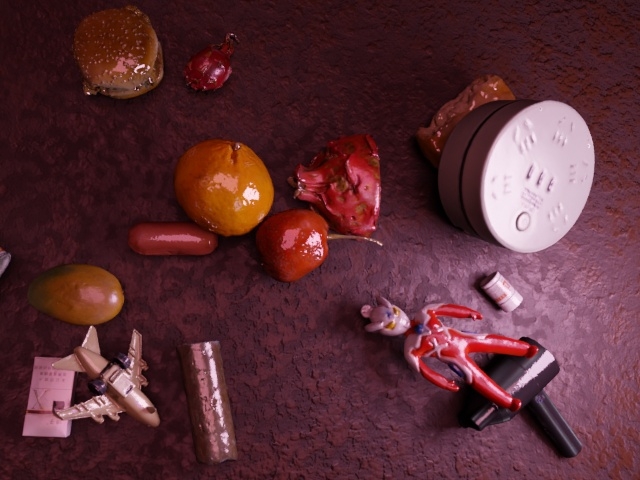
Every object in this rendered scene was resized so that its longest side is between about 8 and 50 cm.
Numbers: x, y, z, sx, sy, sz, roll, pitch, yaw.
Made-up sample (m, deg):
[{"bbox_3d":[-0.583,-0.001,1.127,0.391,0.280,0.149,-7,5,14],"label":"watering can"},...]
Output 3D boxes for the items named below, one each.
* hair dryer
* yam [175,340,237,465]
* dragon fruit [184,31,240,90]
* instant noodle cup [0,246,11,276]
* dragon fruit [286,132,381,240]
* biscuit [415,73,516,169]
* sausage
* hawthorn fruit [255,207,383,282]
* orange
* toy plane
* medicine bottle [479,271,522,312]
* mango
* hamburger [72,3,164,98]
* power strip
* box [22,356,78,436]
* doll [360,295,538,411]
[{"bbox_3d":[0.474,0.412,1.268,0.244,0.116,0.302,-39,95,-12],"label":"hair dryer"},{"bbox_3d":[-0.235,0.339,1.155,0.093,0.093,0.260,-10,82,-12],"label":"yam"},{"bbox_3d":[-0.241,-0.423,1.297,0.094,0.094,0.191,36,64,-2],"label":"dragon fruit"},{"bbox_3d":[-0.744,0.019,1.089,0.212,0.193,0.193,34,76,-10],"label":"instant noodle cup"},{"bbox_3d":[0.032,-0.133,1.267,0.211,0.134,0.262,-5,81,-8],"label":"dragon fruit"},{"bbox_3d":[0.375,-0.261,1.367,0.274,0.091,0.213,-37,100,-15],"label":"biscuit"},{"bbox_3d":[-0.321,-0.004,1.212,0.193,0.077,0.077,-1,80,-10],"label":"sausage"},{"bbox_3d":[0.000,0.000,1.216,0.285,0.165,0.166,-8,81,-4],"label":"hawthorn fruit"},{"bbox_3d":[-0.203,-0.115,1.181,0.219,0.193,0.219,33,36,-28],"label":"orange"},{"bbox_3d":[-0.412,0.293,1.121,0.244,0.092,0.229,45,47,-10],"label":"toy plane"},{"bbox_3d":[0.433,0.123,1.328,0.057,0.057,0.089,-44,90,-14],"label":"medicine bottle"},{"bbox_3d":[-0.509,0.113,1.153,0.194,0.092,0.130,-3,82,-1],"label":"mango"},{"bbox_3d":[-0.452,-0.430,1.241,0.189,0.122,0.215,0,78,-8],"label":"hamburger"},{"bbox_3d":[0.451,-0.160,1.259,0.357,0.161,0.358,-7,106,-24],"label":"power strip"},{"bbox_3d":[-0.547,0.317,1.129,0.083,0.040,0.155,5,77,-11],"label":"box"},{"bbox_3d":[0.268,0.224,1.215,0.383,0.099,0.189,20,69,10],"label":"doll"}]
